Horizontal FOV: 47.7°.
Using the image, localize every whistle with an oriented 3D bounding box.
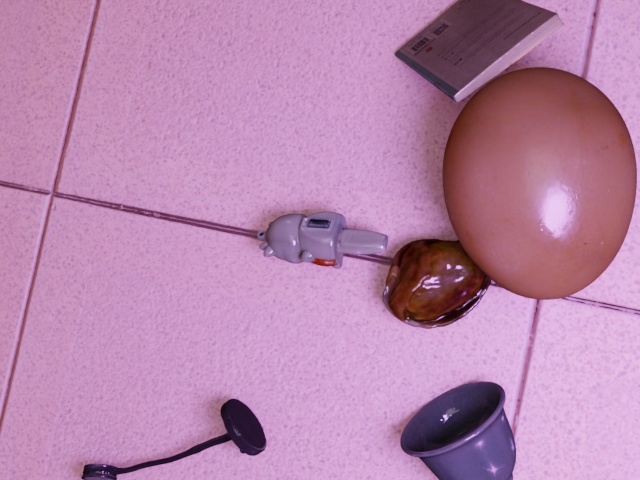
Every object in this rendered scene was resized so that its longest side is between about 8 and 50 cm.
[{"bbox_3d":[0.000,-0.002,1.342,0.253,0.106,0.101,2,76,18],"label":"whistle"}]

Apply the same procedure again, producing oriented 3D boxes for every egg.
[{"bbox_3d":[0.350,-0.091,1.176,0.301,0.301,0.373,1,87,12],"label":"egg"}]

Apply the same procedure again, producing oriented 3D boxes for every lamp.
[{"bbox_3d":[-0.283,0.386,1.390,0.371,0.130,0.108,-18,59,23],"label":"lamp"}]

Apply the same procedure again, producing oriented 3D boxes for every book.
[{"bbox_3d":[0.260,-0.353,1.263,0.215,0.282,0.025,-37,123,7],"label":"book"}]

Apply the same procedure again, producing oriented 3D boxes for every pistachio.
[{"bbox_3d":[0.207,0.066,1.281,0.210,0.130,0.165,-28,77,0],"label":"pistachio"}]

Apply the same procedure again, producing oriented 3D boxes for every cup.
[{"bbox_3d":[0.257,0.358,1.231,0.199,0.199,0.150,-30,97,8],"label":"cup"}]
